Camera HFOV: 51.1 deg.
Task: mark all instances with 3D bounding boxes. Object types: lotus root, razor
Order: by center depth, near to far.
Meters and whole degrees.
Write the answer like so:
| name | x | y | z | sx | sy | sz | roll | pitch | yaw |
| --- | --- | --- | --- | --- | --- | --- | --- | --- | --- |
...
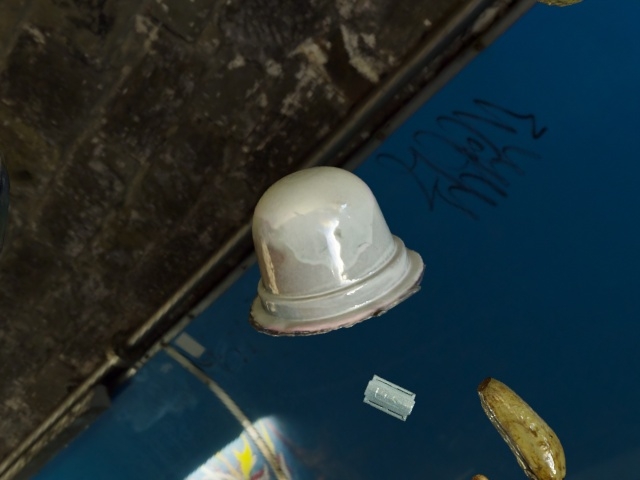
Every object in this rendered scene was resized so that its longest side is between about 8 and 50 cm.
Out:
| name | x | y | z | sx | sy | sz | roll | pitch | yaw |
| --- | --- | --- | --- | --- | --- | --- | --- | --- | --- |
| razor | 0.094 | 0.228 | 0.968 | 0.135 | 0.068 | 0.040 | 89 | 27 | -77 |
| lotus root | 0.425 | 0.397 | 1.397 | 0.097 | 0.258 | 0.110 | -31 | 162 | -10 |

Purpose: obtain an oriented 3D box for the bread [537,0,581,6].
| name | x | y | z | sx | sy | sz | roll | pitch | yaw |
| --- | --- | --- | --- | --- | --- | --- | --- | --- | --- |
| bread | 0.193 | -0.292 | 0.565 | 0.106 | 0.236 | 0.140 | -2 | -104 | 34 |

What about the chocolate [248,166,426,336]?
| name | x | y | z | sx | sy | sz | roll | pitch | yaw |
| --- | --- | --- | --- | --- | --- | --- | --- | --- | --- |
| chocolate | 0.002 | -0.006 | 0.718 | 0.221 | 0.147 | 0.221 | -13 | -168 | 3 |

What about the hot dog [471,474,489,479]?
| name | x | y | z | sx | sy | sz | roll | pitch | yaw |
| --- | --- | --- | --- | --- | --- | --- | --- | --- | --- |
| hot dog | 0.272 | 0.425 | 1.091 | 0.041 | 0.133 | 0.056 | -2 | -133 | 22 |

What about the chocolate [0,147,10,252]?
| name | x | y | z | sx | sy | sz | roll | pitch | yaw |
| --- | --- | --- | --- | --- | --- | --- | --- | --- | --- |
| chocolate | -0.519 | -0.081 | 0.677 | 0.326 | 0.314 | 0.297 | -40 | 178 | -13 |
